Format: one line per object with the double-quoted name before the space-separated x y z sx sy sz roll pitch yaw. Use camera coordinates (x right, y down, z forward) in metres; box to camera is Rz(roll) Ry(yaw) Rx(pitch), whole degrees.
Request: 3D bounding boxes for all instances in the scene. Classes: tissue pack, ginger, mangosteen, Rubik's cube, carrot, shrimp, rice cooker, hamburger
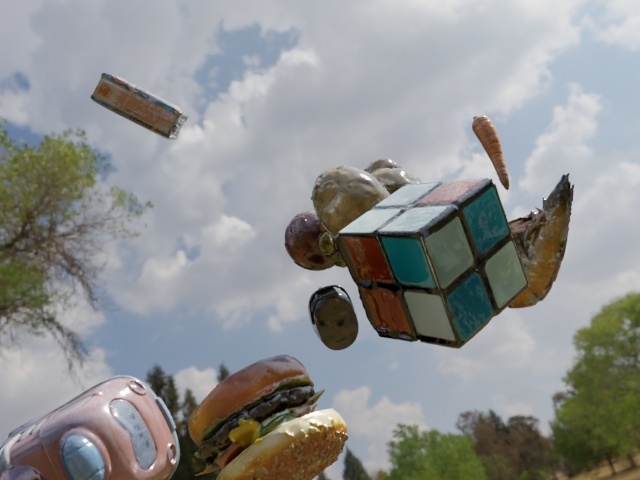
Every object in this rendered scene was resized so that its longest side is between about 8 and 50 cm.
"tissue pack" -0.324 -0.242 1.320 0.155 0.065 0.115 28 3 -7
"ginger" 0.130 -0.083 1.619 0.304 0.244 0.155 -25 -29 -51
"mangosteen" 0.000 0.000 1.866 0.180 0.166 0.166 1 -6 43
"Rubik's cube" 0.157 0.029 1.028 0.167 0.183 0.180 -36 19 -32
"carrot" 0.482 -0.251 2.018 0.061 0.256 0.061 -13 -29 -7
"shrimp" 0.444 -0.007 1.548 0.164 0.316 0.062 22 -8 14
"rice cooker" 0.030 0.190 1.808 0.112 0.165 0.106 -18 9 -11
"hamburger" -0.097 0.369 1.368 0.291 0.225 0.291 -27 -25 -14

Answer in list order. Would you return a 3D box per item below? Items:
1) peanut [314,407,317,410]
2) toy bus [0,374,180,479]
"peanut" -0.066 0.401 1.773 0.109 0.140 0.159 -28 -34 -21
"toy bus" -0.373 0.343 1.104 0.294 0.197 0.232 -28 -5 -1
